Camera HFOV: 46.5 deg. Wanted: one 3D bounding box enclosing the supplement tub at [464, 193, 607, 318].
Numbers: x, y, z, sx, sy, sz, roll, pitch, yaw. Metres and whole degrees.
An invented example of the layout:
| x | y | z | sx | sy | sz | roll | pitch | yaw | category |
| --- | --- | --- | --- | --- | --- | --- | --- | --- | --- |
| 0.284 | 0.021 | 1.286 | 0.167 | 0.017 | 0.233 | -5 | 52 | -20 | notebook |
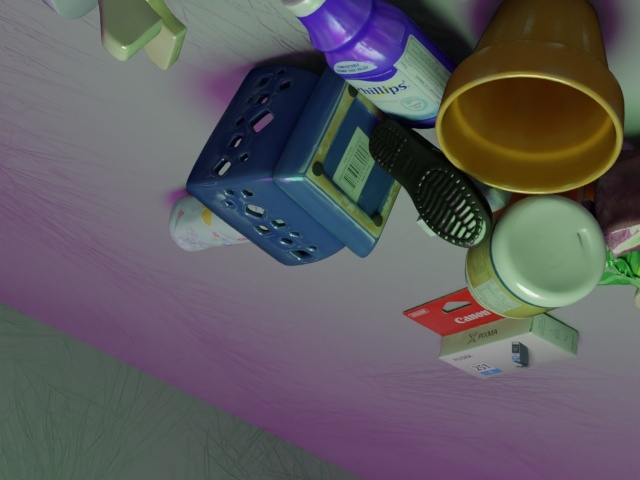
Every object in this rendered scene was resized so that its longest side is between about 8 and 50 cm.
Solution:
| x | y | z | sx | sy | sz | roll | pitch | yaw | category |
| --- | --- | --- | --- | --- | --- | --- | --- | --- | --- |
| 0.278 | 0.029 | 1.003 | 0.144 | 0.144 | 0.199 | 18 | 168 | 0 | supplement tub |

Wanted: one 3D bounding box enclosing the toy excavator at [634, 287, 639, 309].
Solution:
| x | y | z | sx | sy | sz | roll | pitch | yaw | category |
| --- | --- | --- | --- | --- | --- | --- | --- | --- | --- |
| 0.796 | 0.194 | 1.254 | 0.445 | 0.222 | 0.433 | 5 | 148 | 38 | toy excavator |

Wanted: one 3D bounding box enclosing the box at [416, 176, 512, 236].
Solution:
| x | y | z | sx | sy | sz | roll | pitch | yaw | category |
| --- | --- | --- | --- | --- | --- | --- | --- | --- | --- |
| 0.226 | -0.101 | 1.052 | 0.038 | 0.186 | 0.145 | 44 | 143 | -16 | box |

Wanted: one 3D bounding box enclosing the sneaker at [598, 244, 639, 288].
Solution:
| x | y | z | sx | sy | sz | roll | pitch | yaw | category |
| --- | --- | --- | --- | --- | --- | --- | --- | --- | --- |
| 0.520 | 0.030 | 1.160 | 0.296 | 0.123 | 0.109 | -6 | 111 | 27 | sneaker |

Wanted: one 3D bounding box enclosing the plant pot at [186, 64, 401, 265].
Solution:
| x | y | z | sx | sy | sz | roll | pitch | yaw | category |
| --- | --- | --- | --- | --- | --- | --- | --- | --- | --- |
| -0.011 | -0.110 | 1.087 | 0.212 | 0.236 | 0.236 | 1 | 149 | 46 | plant pot |

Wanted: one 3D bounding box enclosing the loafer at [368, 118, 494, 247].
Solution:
| x | y | z | sx | sy | sz | roll | pitch | yaw | category |
| --- | --- | --- | --- | --- | --- | --- | --- | --- | --- |
| 0.155 | -0.081 | 0.969 | 0.078 | 0.220 | 0.080 | -5 | 140 | -45 | loafer |

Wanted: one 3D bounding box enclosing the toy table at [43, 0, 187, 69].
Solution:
| x | y | z | sx | sy | sz | roll | pitch | yaw | category |
| --- | --- | --- | --- | --- | --- | --- | --- | --- | --- |
| -0.214 | -0.330 | 0.882 | 0.161 | 0.252 | 0.274 | 38 | 157 | -2 | toy table |

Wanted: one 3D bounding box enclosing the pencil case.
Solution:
| x | y | z | sx | sy | sz | roll | pitch | yaw | category |
| --- | --- | --- | --- | --- | --- | --- | --- | --- | --- |
| -0.168 | -0.042 | 1.448 | 0.273 | 0.113 | 0.124 | -7 | 153 | 37 | pencil case |

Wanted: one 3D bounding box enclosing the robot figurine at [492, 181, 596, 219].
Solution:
| x | y | z | sx | sy | sz | roll | pitch | yaw | category |
| --- | --- | --- | --- | --- | --- | --- | --- | --- | --- |
| 0.334 | -0.053 | 1.135 | 0.219 | 0.128 | 0.158 | 17 | 151 | 1 | robot figurine |

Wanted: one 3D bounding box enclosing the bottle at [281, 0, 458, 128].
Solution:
| x | y | z | sx | sy | sz | roll | pitch | yaw | category |
| --- | --- | --- | --- | --- | --- | --- | --- | --- | --- |
| 0.068 | -0.238 | 0.923 | 0.118 | 0.092 | 0.283 | 6 | 163 | 44 | bottle |

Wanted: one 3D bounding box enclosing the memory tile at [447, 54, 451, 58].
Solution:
| x | y | z | sx | sy | sz | roll | pitch | yaw | category |
| --- | --- | --- | --- | --- | --- | --- | --- | --- | --- |
| 0.133 | -0.220 | 1.079 | 0.148 | 0.012 | 0.113 | -2 | 146 | 30 | memory tile |

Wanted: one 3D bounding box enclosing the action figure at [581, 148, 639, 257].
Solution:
| x | y | z | sx | sy | sz | roll | pitch | yaw | category |
| --- | --- | --- | --- | --- | --- | --- | --- | --- | --- |
| 0.531 | -0.045 | 0.922 | 0.370 | 0.248 | 0.276 | -7 | 143 | 42 | action figure |

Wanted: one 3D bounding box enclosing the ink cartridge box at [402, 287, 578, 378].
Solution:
| x | y | z | sx | sy | sz | roll | pitch | yaw | category |
| --- | --- | --- | --- | --- | --- | --- | --- | --- | --- |
| 0.360 | 0.206 | 1.632 | 0.261 | 0.066 | 0.296 | 28 | 149 | -20 | ink cartridge box |

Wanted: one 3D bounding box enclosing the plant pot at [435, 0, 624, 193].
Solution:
| x | y | z | sx | sy | sz | roll | pitch | yaw | category |
| --- | --- | --- | --- | --- | --- | --- | --- | --- | --- |
| 0.255 | -0.190 | 0.884 | 0.205 | 0.188 | 0.205 | 13 | 150 | 8 | plant pot |
